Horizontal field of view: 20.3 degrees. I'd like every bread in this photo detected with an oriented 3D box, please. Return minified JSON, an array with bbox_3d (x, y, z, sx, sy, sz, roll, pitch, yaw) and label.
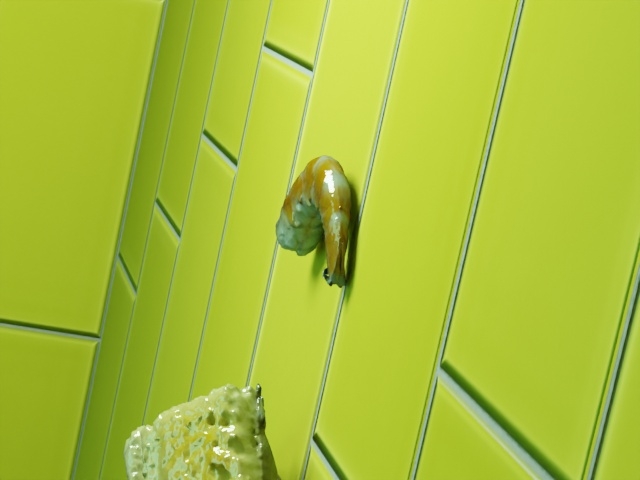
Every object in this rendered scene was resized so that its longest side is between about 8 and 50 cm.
[{"bbox_3d":[-0.113,0.281,1.814,0.262,0.162,0.204,96,165,-59],"label":"bread"}]

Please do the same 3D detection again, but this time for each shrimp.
[{"bbox_3d":[0.000,0.000,1.804,0.161,0.049,0.166,117,150,-46],"label":"shrimp"}]
